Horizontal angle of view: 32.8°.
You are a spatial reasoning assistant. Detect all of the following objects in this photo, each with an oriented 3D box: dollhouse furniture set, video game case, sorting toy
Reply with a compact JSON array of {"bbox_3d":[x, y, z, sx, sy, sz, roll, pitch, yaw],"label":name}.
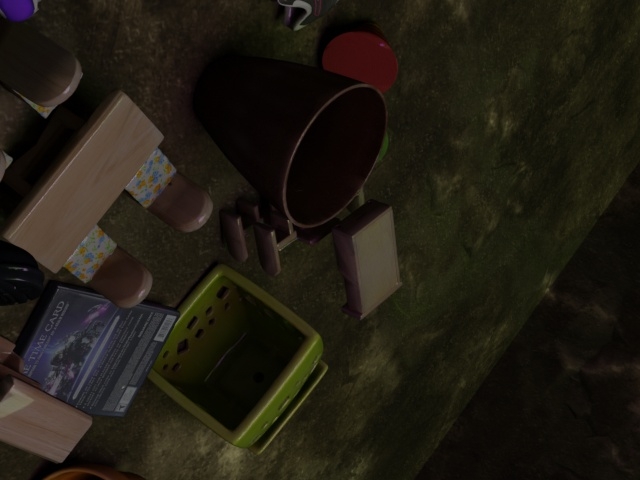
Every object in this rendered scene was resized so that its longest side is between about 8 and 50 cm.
[{"bbox_3d":[0.000,0.000,1.768,0.212,0.242,0.161,-37,133,-34],"label":"dollhouse furniture set"},{"bbox_3d":[-0.343,0.169,1.617,0.274,0.026,0.196,21,100,-56],"label":"video game case"},{"bbox_3d":[0.064,-0.226,1.835,0.126,0.127,0.366,-72,172,-45],"label":"sorting toy"},{"bbox_3d":[-0.310,0.017,1.290,0.394,0.256,0.362,-53,152,-8],"label":"dollhouse furniture set"}]

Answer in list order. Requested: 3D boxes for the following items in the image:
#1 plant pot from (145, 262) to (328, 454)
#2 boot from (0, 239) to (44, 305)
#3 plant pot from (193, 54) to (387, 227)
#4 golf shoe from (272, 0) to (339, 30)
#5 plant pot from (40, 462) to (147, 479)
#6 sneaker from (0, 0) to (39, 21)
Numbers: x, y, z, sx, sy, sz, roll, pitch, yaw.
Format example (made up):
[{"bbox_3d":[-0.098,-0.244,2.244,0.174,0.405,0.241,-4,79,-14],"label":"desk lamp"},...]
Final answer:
[{"bbox_3d":[-0.129,0.211,1.813,0.227,0.228,0.207,-51,157,-10],"label":"plant pot"},{"bbox_3d":[-0.380,-0.040,1.080,0.094,0.246,0.207,46,44,-64],"label":"boot"},{"bbox_3d":[-0.062,-0.166,1.523,0.215,0.230,0.215,-39,147,-31],"label":"plant pot"},{"bbox_3d":[-0.037,-0.384,1.484,0.120,0.105,0.273,-48,151,-2],"label":"golf shoe"},{"bbox_3d":[-0.350,0.454,1.754,0.205,0.205,0.188,-60,167,5],"label":"plant pot"},{"bbox_3d":[-0.397,-0.281,1.035,0.146,0.102,0.293,-50,146,-5],"label":"sneaker"}]
